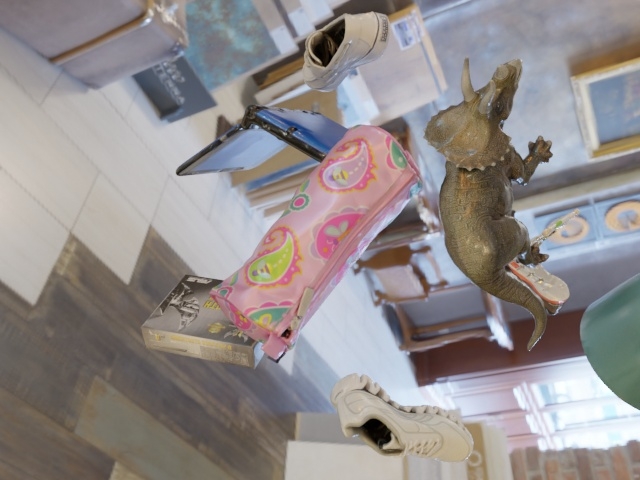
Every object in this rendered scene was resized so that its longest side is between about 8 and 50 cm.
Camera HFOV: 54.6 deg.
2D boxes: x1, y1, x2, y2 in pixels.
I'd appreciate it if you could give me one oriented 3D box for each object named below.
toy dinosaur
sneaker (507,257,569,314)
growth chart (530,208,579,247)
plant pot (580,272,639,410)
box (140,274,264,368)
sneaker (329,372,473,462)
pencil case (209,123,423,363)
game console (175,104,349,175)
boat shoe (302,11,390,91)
[{"bbox_3d":[0.177,-0.032,0.673,0.160,0.121,0.314,-12,105,-40],"label":"toy dinosaur"},{"bbox_3d":[0.356,0.068,1.063,0.158,0.061,0.065,-121,-159,-46],"label":"sneaker"},{"bbox_3d":[0.509,0.007,1.455,0.171,0.237,0.021,-27,70,-31],"label":"growth chart"},{"bbox_3d":[0.733,0.180,1.274,0.235,0.292,0.293,112,-14,-50],"label":"plant pot"},{"bbox_3d":[-0.201,0.152,1.209,0.183,0.230,0.056,-58,151,-55],"label":"box"},{"bbox_3d":[0.151,0.349,1.117,0.292,0.110,0.118,24,19,-14],"label":"sneaker"},{"bbox_3d":[0.000,0.000,0.725,0.284,0.124,0.124,-51,136,-13],"label":"pencil case"},{"bbox_3d":[-0.056,-0.136,1.088,0.250,0.173,0.293,32,19,14],"label":"game console"},{"bbox_3d":[0.016,-0.320,1.059,0.088,0.267,0.096,1,92,-25],"label":"boat shoe"}]
